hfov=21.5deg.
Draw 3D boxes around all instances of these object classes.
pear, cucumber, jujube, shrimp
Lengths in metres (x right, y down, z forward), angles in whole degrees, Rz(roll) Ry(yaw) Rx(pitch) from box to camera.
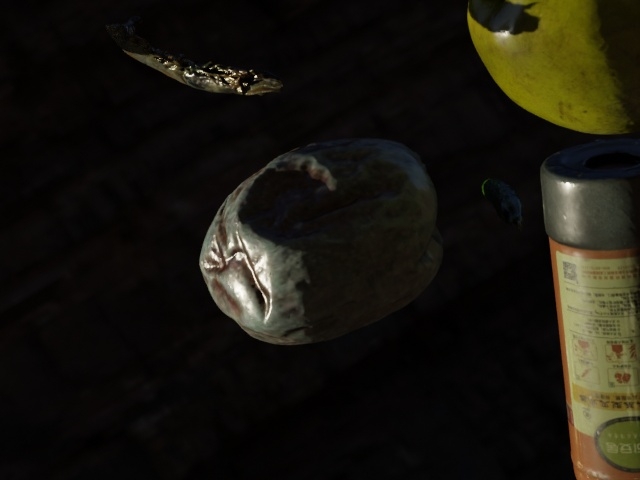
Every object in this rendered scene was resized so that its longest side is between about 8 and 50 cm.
[{"bbox_3d":[0.314,-0.243,1.890,0.307,0.253,0.253,19,-33,-34],"label":"pear"},{"bbox_3d":[0.243,-0.051,2.207,0.037,0.037,0.155,-31,25,3],"label":"cucumber"},{"bbox_3d":[0.001,0.007,2.130,0.308,0.246,0.215,-16,-34,-7],"label":"jujube"},{"bbox_3d":[-0.142,-0.195,1.774,0.148,0.195,0.035,40,-112,-57],"label":"shrimp"}]

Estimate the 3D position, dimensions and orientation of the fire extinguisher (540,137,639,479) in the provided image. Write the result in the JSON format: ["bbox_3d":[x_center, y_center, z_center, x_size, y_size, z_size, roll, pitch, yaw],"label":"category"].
[{"bbox_3d":[0.284,0.109,1.382,0.200,0.376,0.113,3,23,26],"label":"fire extinguisher"}]
